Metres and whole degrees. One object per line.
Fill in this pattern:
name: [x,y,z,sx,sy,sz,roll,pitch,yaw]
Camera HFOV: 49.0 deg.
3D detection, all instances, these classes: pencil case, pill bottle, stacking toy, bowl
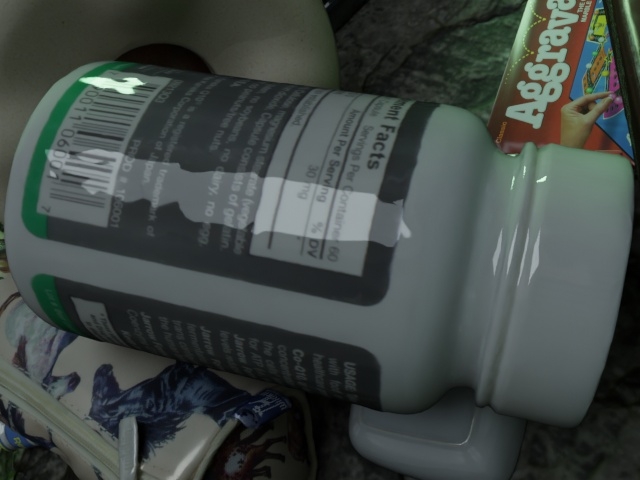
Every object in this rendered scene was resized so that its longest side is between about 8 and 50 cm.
pencil case: [-0.205,0.120,0.606,0.411,0.183,0.159,21,86,27]
pill bottle: [0.000,0.000,0.475,0.361,0.204,0.204,12,71,14]
stacking toy: [-0.220,-0.216,0.778,0.351,0.350,0.480,-43,38,3]
bowl: [0.089,0.116,0.557,0.142,0.053,0.142,4,70,31]

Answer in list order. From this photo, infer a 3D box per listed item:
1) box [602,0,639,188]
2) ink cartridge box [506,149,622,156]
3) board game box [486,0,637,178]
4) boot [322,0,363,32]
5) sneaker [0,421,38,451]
box: [0.251,-0.147,0.435,0.143,0.191,0.381,-9,51,25]
ink cartridge box: [0.173,-0.016,0.573,0.135,0.056,0.099,2,66,29]
board game box: [0.253,-0.190,0.637,0.145,0.027,0.281,10,71,33]
boot: [-0.017,-0.452,0.656,0.146,0.445,0.367,35,85,37]
sneaker: [-0.301,0.153,0.756,0.059,0.053,0.144,-7,67,20]
